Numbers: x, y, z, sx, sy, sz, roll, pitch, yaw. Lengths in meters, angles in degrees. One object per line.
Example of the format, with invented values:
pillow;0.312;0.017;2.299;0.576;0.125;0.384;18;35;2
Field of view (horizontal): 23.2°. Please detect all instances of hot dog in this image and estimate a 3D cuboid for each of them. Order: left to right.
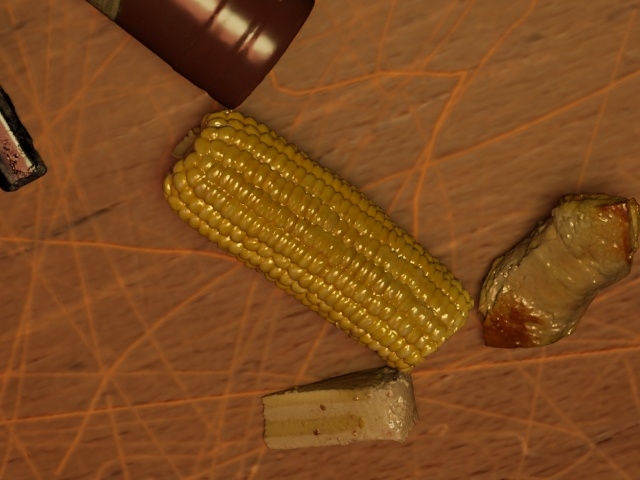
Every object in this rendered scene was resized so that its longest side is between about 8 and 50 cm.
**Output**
hot dog;0.180;0.018;1.148;0.078;0.061;0.169;42;125;-3

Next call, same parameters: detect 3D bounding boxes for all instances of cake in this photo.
cake;0.010;0.130;1.175;0.121;0.065;0.052;-12;102;8

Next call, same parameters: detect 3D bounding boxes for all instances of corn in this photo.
corn;0.000;0.000;1.123;0.244;0.093;0.093;35;100;-12

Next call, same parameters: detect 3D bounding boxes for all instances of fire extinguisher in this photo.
fire extinguisher;-0.177;-0.216;1.056;0.344;0.102;0.138;36;102;-10

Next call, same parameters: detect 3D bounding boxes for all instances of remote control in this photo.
remote control;-0.236;-0.082;1.133;0.039;0.014;0.096;-26;104;4
